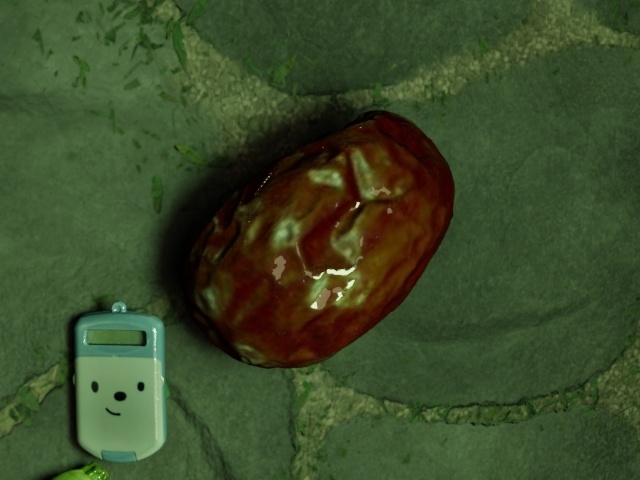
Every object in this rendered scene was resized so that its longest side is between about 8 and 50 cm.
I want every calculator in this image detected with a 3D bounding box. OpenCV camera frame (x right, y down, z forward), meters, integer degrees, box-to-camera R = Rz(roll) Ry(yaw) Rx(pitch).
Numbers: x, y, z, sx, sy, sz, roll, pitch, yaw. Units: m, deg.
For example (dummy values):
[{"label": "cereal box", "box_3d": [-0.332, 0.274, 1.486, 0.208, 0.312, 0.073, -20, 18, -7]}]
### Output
[{"label": "calculator", "box_3d": [-0.258, 0.182, 2.035, 0.121, 0.039, 0.210, 1, 96, 8]}]

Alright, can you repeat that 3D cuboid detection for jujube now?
[{"label": "jujube", "box_3d": [0.000, 0.001, 2.073, 0.377, 0.276, 0.276, -49, 116, -18]}]

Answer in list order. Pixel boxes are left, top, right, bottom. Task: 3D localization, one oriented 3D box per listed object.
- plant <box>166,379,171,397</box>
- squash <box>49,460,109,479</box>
[{"label": "plant", "box_3d": [-0.234, 0.164, 2.075, 0.051, 0.051, 0.102, -25, 94, -26]}, {"label": "squash", "box_3d": [-0.397, 0.416, 1.966, 0.118, 0.118, 0.370, 48, 71, -25]}]
